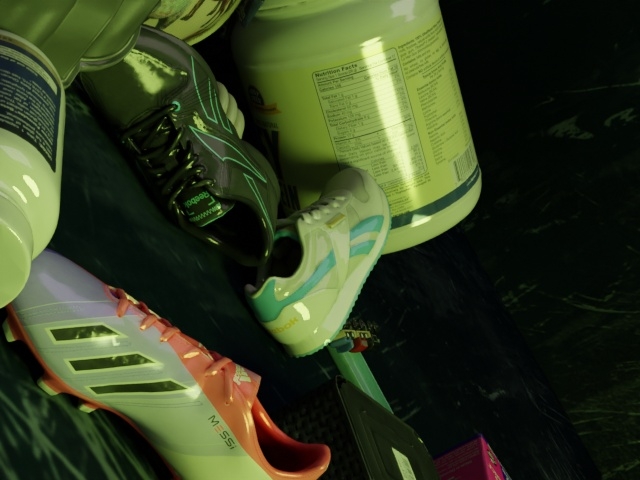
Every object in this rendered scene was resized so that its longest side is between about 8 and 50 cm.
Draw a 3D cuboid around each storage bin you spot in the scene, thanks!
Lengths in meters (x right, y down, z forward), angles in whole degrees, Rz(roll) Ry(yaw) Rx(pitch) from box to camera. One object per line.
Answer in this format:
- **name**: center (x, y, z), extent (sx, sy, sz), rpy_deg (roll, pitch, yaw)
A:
- **storage bin**: center (0.035, 0.202, 0.915), extent (0.180, 0.084, 0.122), rpy_deg (42, 21, -50)

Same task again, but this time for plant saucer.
- **plant saucer**: center (0.044, 0.154, 1.207), extent (0.192, 0.018, 0.067), rpy_deg (62, 13, 10)

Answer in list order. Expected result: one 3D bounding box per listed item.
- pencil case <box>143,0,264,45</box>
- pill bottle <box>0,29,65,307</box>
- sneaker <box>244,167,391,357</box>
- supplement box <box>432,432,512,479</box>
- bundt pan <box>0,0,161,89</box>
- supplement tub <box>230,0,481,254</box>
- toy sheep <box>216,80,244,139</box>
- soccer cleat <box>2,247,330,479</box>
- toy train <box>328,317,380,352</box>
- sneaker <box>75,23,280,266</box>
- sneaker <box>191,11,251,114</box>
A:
- **pencil case**: center (-0.205, -0.382, 1.128), extent (0.410, 0.183, 0.160), rpy_deg (63, 13, 20)
- **pill bottle**: center (-0.188, -0.038, 0.607), extent (0.094, 0.094, 0.169), rpy_deg (50, 15, -35)
- **sneaker**: center (0.000, 0.000, 1.091), extent (0.092, 0.087, 0.229), rpy_deg (49, 42, -27)
- **supplement box**: center (0.137, 0.295, 1.026), extent (0.111, 0.114, 0.220), rpy_deg (56, 15, -17)
- **bundt pan**: center (-0.201, -0.266, 0.704), extent (0.331, 0.124, 0.331), rpy_deg (23, 55, -38)
- **supplement tub**: center (0.036, -0.169, 1.262), extent (0.235, 0.235, 0.325), rpy_deg (-90, 163, -66)
- **toy sheep**: center (-0.117, -0.115, 1.068), extent (0.132, 0.091, 0.091), rpy_deg (31, 28, -36)
- **soccer cleat**: center (-0.093, 0.082, 0.684), extent (0.248, 0.095, 0.083), rpy_deg (53, 14, -26)
- **toy train**: center (0.035, 0.103, 1.195), extent (0.158, 0.027, 0.036), rpy_deg (19, 52, -70)
- **sneaker**: center (-0.114, -0.080, 0.969), extent (0.267, 0.101, 0.106), rpy_deg (46, 22, -38)
- **sneaker**: center (-0.139, -0.254, 1.312), extent (0.300, 0.111, 0.121), rpy_deg (52, 33, -26)
